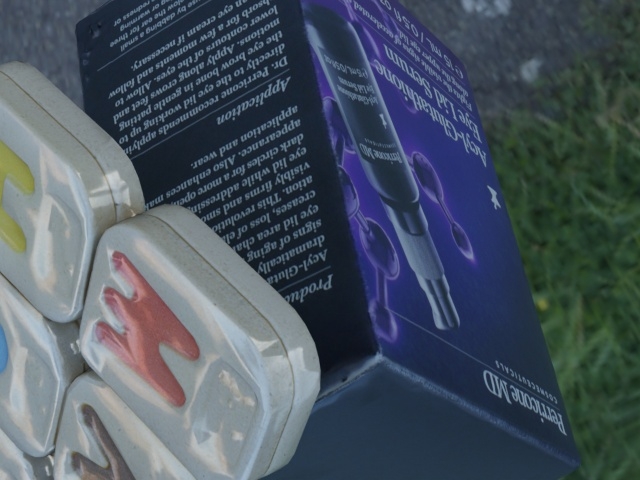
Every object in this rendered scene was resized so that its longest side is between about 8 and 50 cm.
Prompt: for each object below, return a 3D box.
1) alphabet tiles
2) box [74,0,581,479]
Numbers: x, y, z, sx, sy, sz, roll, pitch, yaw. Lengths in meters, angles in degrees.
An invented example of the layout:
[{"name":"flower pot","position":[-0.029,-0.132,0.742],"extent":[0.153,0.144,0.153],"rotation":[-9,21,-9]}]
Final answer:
[{"name":"alphabet tiles","position":[-0.086,0.091,0.443],"extent":[0.021,0.278,0.284],"rotation":[-24,145,-40]},{"name":"box","position":[0.000,0.000,0.544],"extent":[0.108,0.207,0.153],"rotation":[-28,147,24]}]
